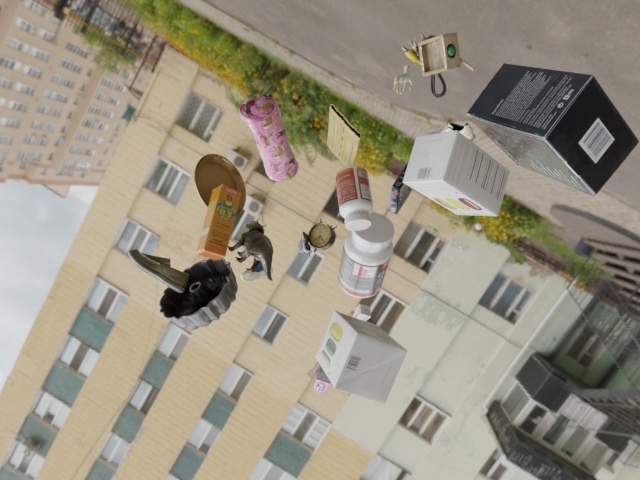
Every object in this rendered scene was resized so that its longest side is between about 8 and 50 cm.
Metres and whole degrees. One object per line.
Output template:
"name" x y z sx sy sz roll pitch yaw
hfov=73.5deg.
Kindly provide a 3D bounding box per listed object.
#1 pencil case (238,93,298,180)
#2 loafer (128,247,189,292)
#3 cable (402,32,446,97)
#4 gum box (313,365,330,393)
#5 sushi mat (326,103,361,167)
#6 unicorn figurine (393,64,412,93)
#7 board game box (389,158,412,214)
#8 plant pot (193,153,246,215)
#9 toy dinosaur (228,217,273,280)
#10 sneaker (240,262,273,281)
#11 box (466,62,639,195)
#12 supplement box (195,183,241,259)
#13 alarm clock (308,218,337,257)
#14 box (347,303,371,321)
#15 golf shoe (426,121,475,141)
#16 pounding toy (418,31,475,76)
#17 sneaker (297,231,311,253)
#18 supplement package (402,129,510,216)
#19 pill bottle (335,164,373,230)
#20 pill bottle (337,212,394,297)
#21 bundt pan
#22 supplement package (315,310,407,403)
"pencil case" -0.205 -0.414 1.788 0.160 0.167 0.386 0 147 14
"loafer" -0.608 0.101 1.627 0.251 0.087 0.094 36 159 -11
"cable" 0.489 -0.772 1.879 0.287 0.139 0.072 56 -162 -7
"gum box" 0.025 0.568 1.881 0.062 0.107 0.188 18 -133 6
"sushi mat" 0.076 -0.347 1.497 0.151 0.019 0.316 49 172 8
"unicorn figurine" 0.369 -0.713 1.895 0.060 0.111 0.162 5 -151 26
"board game box" 0.388 -0.258 1.960 0.042 0.243 0.165 23 145 21
"plant pot" -0.361 -0.192 1.529 0.032 0.236 0.236 -15 160 33
"toy dinosaur" -0.251 0.026 1.648 0.121 0.160 0.313 44 -176 -44
"sneaker" -0.303 0.138 1.990 0.152 0.058 0.084 -16 -148 -17
"box" 1.000 -0.493 1.879 0.480 0.297 0.472 28 -168 -32
"supplement box" -0.327 -0.060 1.384 0.078 0.233 0.080 21 156 -31
"alarm clock" 0.000 0.000 2.046 0.129 0.192 0.064 27 176 34
"box" 0.140 0.437 2.202 0.067 0.324 0.063 22 -139 -22
"golf shoe" 0.435 -0.370 1.458 0.176 0.069 0.086 7 144 37
"pounding toy" 0.421 -0.615 1.432 0.100 0.130 0.141 -22 -162 -28
"sneaker" -0.086 0.010 2.054 0.052 0.058 0.135 40 -151 -33
"supplement package" 0.361 -0.167 1.127 0.244 0.133 0.139 22 172 -33
"pill bottle" 0.122 -0.149 1.529 0.121 0.121 0.216 21 -125 -45
"pill bottle" 0.194 0.067 1.836 0.210 0.363 0.210 3 -132 -4
"bundt pan" -0.475 0.225 1.737 0.331 0.331 0.124 44 166 54
"supplement package" 0.133 0.401 1.513 0.198 0.199 0.263 23 -179 -16
